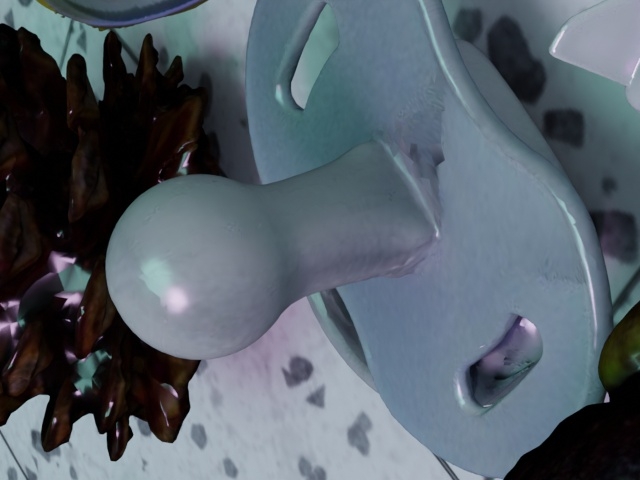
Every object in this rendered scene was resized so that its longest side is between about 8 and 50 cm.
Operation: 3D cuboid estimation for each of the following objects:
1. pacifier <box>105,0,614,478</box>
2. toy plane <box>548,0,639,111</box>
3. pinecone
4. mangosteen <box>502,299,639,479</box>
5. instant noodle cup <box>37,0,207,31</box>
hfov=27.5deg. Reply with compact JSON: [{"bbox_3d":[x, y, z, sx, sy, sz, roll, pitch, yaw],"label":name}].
[{"bbox_3d":[0.000,0.000,0.648,0.299,0.233,0.244,60,143,21],"label":"pacifier"},{"bbox_3d":[0.187,-0.137,0.469,0.255,0.101,0.251,-56,21,28],"label":"toy plane"},{"bbox_3d":[-0.196,-0.010,0.871,0.242,0.296,0.298,64,-152,-69],"label":"pinecone"},{"bbox_3d":[0.180,0.119,0.478,0.275,0.275,0.302,-34,41,51],"label":"mangosteen"},{"bbox_3d":[-0.128,-0.283,0.678,0.254,0.326,0.325,46,134,19],"label":"instant noodle cup"}]
